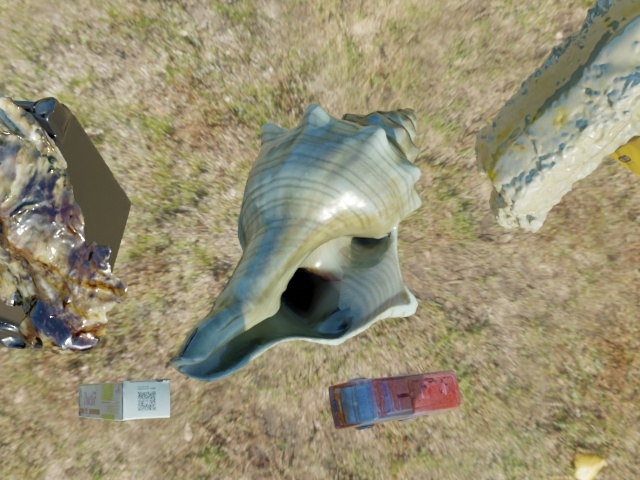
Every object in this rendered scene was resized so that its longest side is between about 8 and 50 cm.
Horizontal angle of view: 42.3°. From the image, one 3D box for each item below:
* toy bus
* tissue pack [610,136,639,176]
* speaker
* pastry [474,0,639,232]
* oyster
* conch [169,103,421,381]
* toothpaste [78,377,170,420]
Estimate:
[{"bbox_3d":[0.098,0.199,1.056,0.077,0.192,0.065,-24,71,41],"label":"toy bus"},{"bbox_3d":[0.613,-0.253,1.318,0.228,0.382,0.293,36,91,4],"label":"tissue pack"},{"bbox_3d":[-0.370,-0.016,0.979,0.184,0.254,0.232,3,62,11],"label":"speaker"},{"bbox_3d":[0.226,-0.117,0.726,0.089,0.122,0.258,24,128,-33],"label":"pastry"},{"bbox_3d":[-0.135,-0.010,0.357,0.132,0.029,0.086,49,130,0],"label":"oyster"},{"bbox_3d":[0.003,-0.001,0.541,0.137,0.114,0.234,29,77,-18],"label":"conch"},{"bbox_3d":[-0.345,0.275,1.436,0.081,0.336,0.067,3,79,-27],"label":"toothpaste"}]
